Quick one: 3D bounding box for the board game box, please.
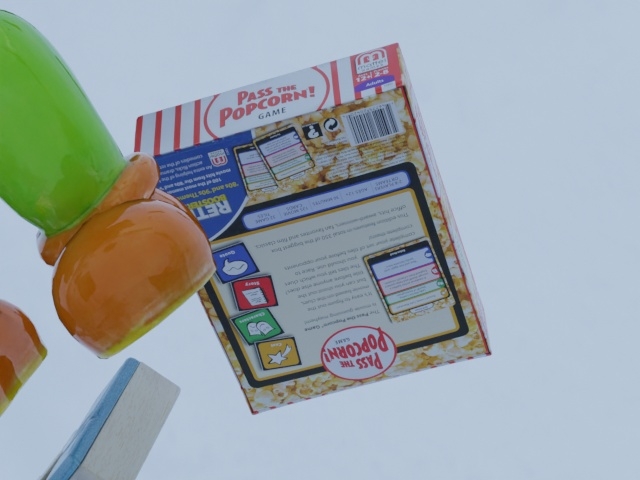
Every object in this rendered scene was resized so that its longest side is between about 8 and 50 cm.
[{"bbox_3d":[0.000,0.000,0.902,0.147,0.045,0.193,-14,127,8],"label":"board game box"}]

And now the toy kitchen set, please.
[{"bbox_3d":[-0.227,0.150,1.104,0.166,0.122,0.207,35,121,-7],"label":"toy kitchen set"}]

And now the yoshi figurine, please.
[{"bbox_3d":[-0.201,-0.089,0.575,0.203,0.203,0.362,-39,98,-32],"label":"yoshi figurine"}]
